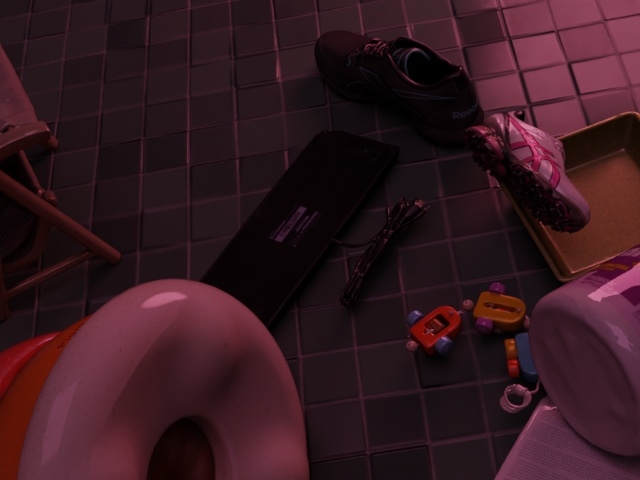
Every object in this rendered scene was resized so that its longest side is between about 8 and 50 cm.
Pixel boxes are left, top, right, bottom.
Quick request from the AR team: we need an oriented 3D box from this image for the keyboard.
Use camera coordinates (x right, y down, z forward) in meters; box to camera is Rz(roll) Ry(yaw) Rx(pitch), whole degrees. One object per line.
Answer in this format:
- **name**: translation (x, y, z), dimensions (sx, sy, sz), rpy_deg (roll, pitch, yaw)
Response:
- **keyboard**: translation (0.000, 0.000, 1.224), dimensions (0.202, 0.033, 0.317), rpy_deg (19, 60, 32)

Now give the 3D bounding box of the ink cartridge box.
- **ink cartridge box**: translation (0.279, 0.218, 0.997), dimensions (0.181, 0.056, 0.224), rpy_deg (19, 41, 25)

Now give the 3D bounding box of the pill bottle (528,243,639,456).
- **pill bottle**: translation (0.363, 0.065, 0.995), dimensions (0.302, 0.169, 0.169), rpy_deg (-25, 51, -20)

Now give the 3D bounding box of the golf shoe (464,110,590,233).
- **golf shoe**: translation (0.241, -0.084, 1.152), dimensions (0.086, 0.067, 0.186), rpy_deg (-29, 52, -12)

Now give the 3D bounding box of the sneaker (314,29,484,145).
- **sneaker**: translation (0.095, -0.221, 1.324), dimensions (0.267, 0.106, 0.101), rpy_deg (31, 66, 32)

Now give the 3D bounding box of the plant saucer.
- **plant saucer**: translation (0.313, -0.042, 1.176), dimensions (0.189, 0.045, 0.188), rpy_deg (-21, 52, -3)

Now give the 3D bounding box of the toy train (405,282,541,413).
- **toy train**: translation (0.175, 0.114, 1.091), dimensions (0.125, 0.046, 0.166), rpy_deg (-39, 52, -16)

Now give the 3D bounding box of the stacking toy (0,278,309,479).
- **stacking toy**: translation (-0.283, 0.216, 1.002), dimensions (0.480, 0.350, 0.350), rpy_deg (-3, 50, 33)

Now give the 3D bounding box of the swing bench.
- **swing bench**: translation (-0.388, -0.093, 1.236), dimensions (0.165, 0.254, 0.253), rpy_deg (-28, 52, -9)
